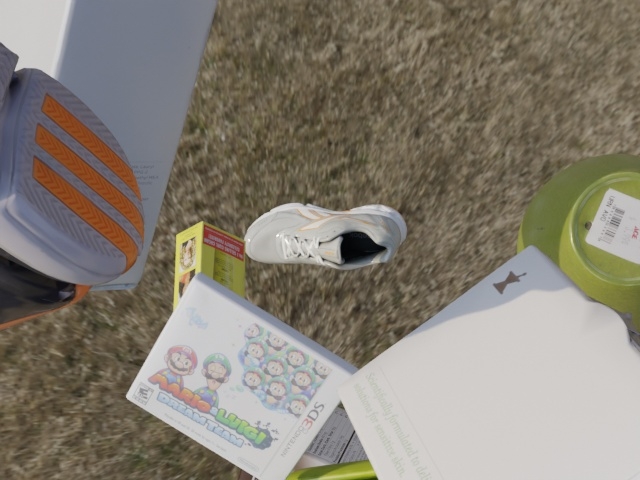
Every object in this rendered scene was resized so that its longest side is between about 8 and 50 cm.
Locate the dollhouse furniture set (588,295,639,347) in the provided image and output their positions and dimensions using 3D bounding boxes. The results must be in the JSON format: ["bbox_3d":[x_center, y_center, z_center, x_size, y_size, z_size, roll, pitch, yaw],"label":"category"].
[{"bbox_3d":[0.243,0.098,0.852,0.151,0.076,0.059,26,107,-7],"label":"dollhouse furniture set"}]

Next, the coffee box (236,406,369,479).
[{"bbox_3d":[0.043,0.338,1.489,0.297,0.119,0.168,22,124,10],"label":"coffee box"}]

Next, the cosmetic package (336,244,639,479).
[{"bbox_3d":[0.185,0.205,0.649,0.155,0.197,0.365,-37,118,4],"label":"cosmetic package"}]

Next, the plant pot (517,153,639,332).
[{"bbox_3d":[0.390,0.001,1.449,0.274,0.293,0.275,-1,85,12],"label":"plant pot"}]

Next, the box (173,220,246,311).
[{"bbox_3d":[-0.146,0.097,1.461,0.058,0.087,0.232,-26,51,36],"label":"box"}]

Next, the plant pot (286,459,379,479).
[{"bbox_3d":[0.071,0.315,0.958,0.227,0.207,0.228,-12,123,19],"label":"plant pot"}]

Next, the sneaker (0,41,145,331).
[{"bbox_3d":[-0.233,-0.049,0.427,0.180,0.125,0.321,-27,126,21],"label":"sneaker"}]

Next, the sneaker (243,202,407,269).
[{"bbox_3d":[0.000,0.000,1.738,0.262,0.121,0.099,-6,110,12],"label":"sneaker"}]

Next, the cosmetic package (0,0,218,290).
[{"bbox_3d":[-0.237,-0.165,1.070,0.217,0.156,0.385,46,125,40],"label":"cosmetic package"}]

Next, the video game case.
[{"bbox_3d":[-0.068,0.121,0.934,0.157,0.019,0.143,32,118,-1],"label":"video game case"}]
